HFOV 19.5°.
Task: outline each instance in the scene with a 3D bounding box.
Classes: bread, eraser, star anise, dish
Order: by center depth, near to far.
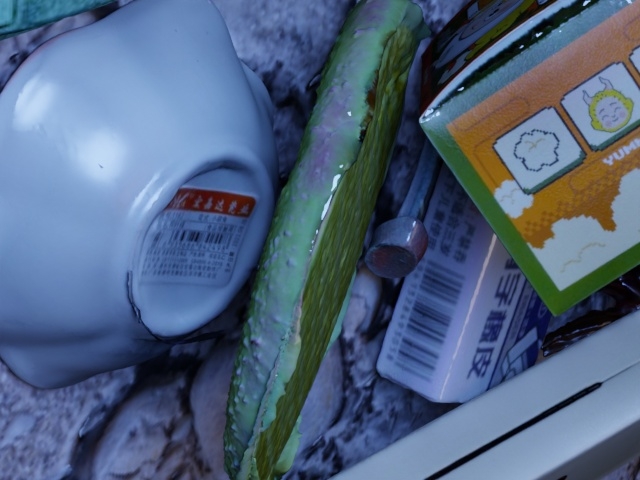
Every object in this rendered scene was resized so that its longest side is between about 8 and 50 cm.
[{"bbox_3d":[-0.083,-0.011,0.969,0.229,0.081,0.229,-31,135,-37],"label":"dish"},{"bbox_3d":[-0.001,0.006,1.017,0.301,0.045,0.301,16,90,-84],"label":"bread"},{"bbox_3d":[0.119,0.000,1.253,0.124,0.068,0.210,0,112,-53],"label":"eraser"},{"bbox_3d":[0.247,0.058,1.482,0.140,0.144,0.158,32,77,-11],"label":"star anise"}]

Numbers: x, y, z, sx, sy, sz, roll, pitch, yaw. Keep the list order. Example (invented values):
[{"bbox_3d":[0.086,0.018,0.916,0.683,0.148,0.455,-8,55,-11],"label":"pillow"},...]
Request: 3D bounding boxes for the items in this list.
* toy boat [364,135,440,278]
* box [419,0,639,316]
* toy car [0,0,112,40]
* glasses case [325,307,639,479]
[{"bbox_3d":[0.063,-0.040,1.177,0.096,0.034,0.122,124,-14,-72],"label":"toy boat"},{"bbox_3d":[0.161,-0.086,1.060,0.177,0.148,0.195,-34,-169,13],"label":"box"},{"bbox_3d":[-0.127,-0.158,0.793,0.321,0.097,0.141,-27,133,-40],"label":"toy car"},{"bbox_3d":[0.115,0.157,1.268,0.313,0.070,0.131,-26,158,-25],"label":"glasses case"}]
